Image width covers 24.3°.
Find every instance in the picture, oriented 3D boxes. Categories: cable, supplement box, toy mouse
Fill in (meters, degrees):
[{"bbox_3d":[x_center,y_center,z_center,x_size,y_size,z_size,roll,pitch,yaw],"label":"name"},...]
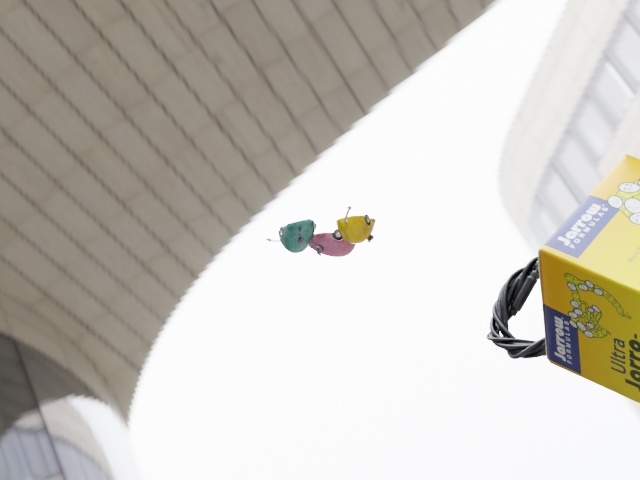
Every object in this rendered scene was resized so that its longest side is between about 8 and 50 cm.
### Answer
[{"bbox_3d":[0.298,0.083,1.946,0.184,0.150,0.047,-23,-36,12],"label":"cable"},{"bbox_3d":[0.446,0.080,1.651,0.194,0.356,0.195,-44,-39,-30],"label":"supplement box"},{"bbox_3d":[0.000,0.000,1.753,0.143,0.031,0.161,-11,-13,21],"label":"toy mouse"}]
